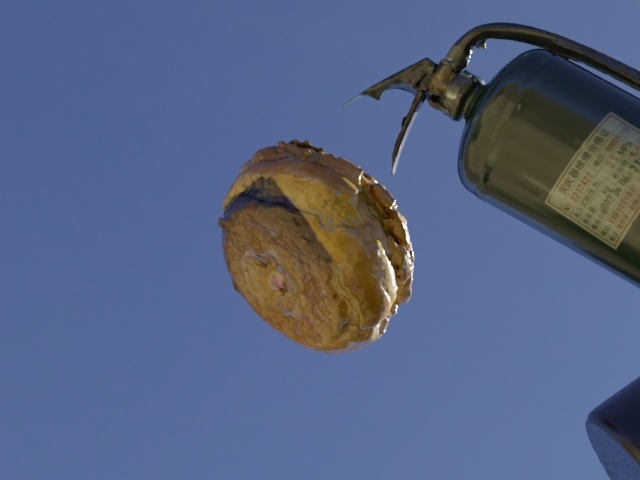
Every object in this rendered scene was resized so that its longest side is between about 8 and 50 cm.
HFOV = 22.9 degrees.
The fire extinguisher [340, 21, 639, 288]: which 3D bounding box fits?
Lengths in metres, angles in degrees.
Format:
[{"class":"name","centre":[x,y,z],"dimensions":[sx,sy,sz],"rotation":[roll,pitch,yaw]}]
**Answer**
[{"class":"fire extinguisher","centre":[0.154,-0.035,0.842],"dimensions":[0.294,0.118,0.093],"rotation":[31,-2,17]}]

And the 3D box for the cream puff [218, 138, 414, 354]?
[{"class":"cream puff","centre":[0.000,0.000,1.328],"dimensions":[0.189,0.129,0.189],"rotation":[28,-44,31]}]

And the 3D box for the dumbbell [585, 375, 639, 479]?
[{"class":"dumbbell","centre":[0.181,0.262,1.164],"dimensions":[0.322,0.204,0.204],"rotation":[-34,-67,-4]}]
